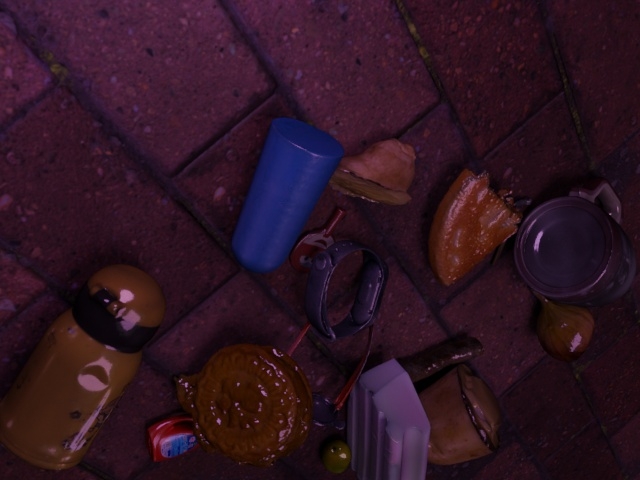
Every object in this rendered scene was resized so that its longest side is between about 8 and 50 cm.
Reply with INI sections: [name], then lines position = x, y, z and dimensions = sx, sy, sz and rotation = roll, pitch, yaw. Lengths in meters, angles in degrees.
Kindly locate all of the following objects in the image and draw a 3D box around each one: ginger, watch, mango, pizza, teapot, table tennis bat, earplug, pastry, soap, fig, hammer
[ginger]
position = 0.089, -0.138, 1.424
dimensions = 0.193, 0.115, 0.122
rotation = 13, 92, -31
[watch]
position = 0.048, 0.103, 1.549
dimensions = 0.193, 0.068, 0.206
rotation = 9, 103, -45
[mango]
position = 0.039, 0.528, 1.880
dimensions = 0.073, 0.056, 0.108
rotation = 1, 128, 4
[pizza]
position = 0.330, -0.041, 1.647
dimensions = 0.229, 0.081, 0.289
rotation = -10, 127, -20
[teapot]
position = 0.630, 0.008, 1.815
dimensions = 0.312, 0.233, 0.315
rotation = 21, 82, -50
[table tennis bat]
position = 0.000, 0.000, 1.508
dimensions = 0.098, 0.019, 0.154
rotation = 20, 112, -42
[earplug]
position = -0.073, -0.062, 1.341
dimensions = 0.132, 0.132, 0.273
rotation = 6, 121, -36
[pastry]
position = -0.134, 0.322, 1.509
dimensions = 0.235, 0.240, 0.132
rotation = -30, 167, 17
[soap]
position = 0.153, 0.452, 1.801
dimensions = 0.115, 0.208, 0.347
rotation = -19, 129, -23
[fig]
position = 0.621, 0.197, 1.977
dimensions = 0.160, 0.143, 0.230
rotation = -50, 136, -38
[hammer]
position = 0.426, -0.019, 1.774
dimensions = 0.062, 0.017, 0.182
rotation = -3, 123, -31

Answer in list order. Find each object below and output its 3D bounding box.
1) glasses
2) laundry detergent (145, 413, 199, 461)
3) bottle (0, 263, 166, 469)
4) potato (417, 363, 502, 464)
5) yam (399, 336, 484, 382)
[glasses]
position = 0.008, 0.268, 1.636
dimensions = 0.234, 0.118, 0.268
rotation = 19, 109, -39
[laundry detergent]
position = -0.273, 0.393, 1.590
dimensions = 0.165, 0.049, 0.097
rotation = -14, 124, -28
[bottle]
position = -0.385, 0.199, 1.289
dimensions = 0.171, 0.171, 0.351
rotation = 26, 105, -42
[potato]
position = 0.316, 0.443, 1.900
dimensions = 0.242, 0.285, 0.242
rotation = 3, 110, 7
[yam]
position = 0.279, 0.290, 1.869
dimensions = 0.253, 0.061, 0.061
rotation = -18, 129, -21
